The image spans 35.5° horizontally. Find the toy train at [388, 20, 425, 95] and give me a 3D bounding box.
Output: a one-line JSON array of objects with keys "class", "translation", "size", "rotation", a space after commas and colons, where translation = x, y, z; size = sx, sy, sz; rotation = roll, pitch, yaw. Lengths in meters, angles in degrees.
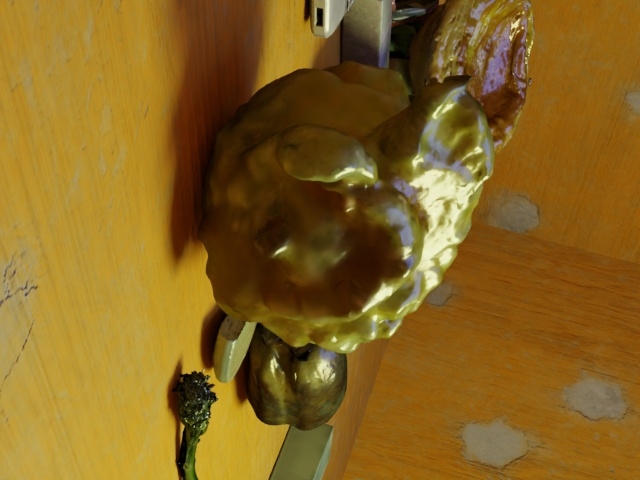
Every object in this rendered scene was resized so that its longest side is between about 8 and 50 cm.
[{"class": "toy train", "translation": [0.148, -0.263, 1.847], "size": [0.221, 0.150, 0.304], "rotation": [-1, 97, -65]}]

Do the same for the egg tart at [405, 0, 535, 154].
[{"class": "egg tart", "translation": [0.255, -0.305, 1.757], "size": [0.352, 0.150, 0.352], "rotation": [-19, 115, -49]}]

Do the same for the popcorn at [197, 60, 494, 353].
[{"class": "popcorn", "translation": [0.017, -0.045, 1.045], "size": [0.274, 0.279, 0.335], "rotation": [-6, 119, -36]}]

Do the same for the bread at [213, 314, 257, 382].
[{"class": "bread", "translation": [-0.111, 0.122, 1.296], "size": [0.193, 0.036, 0.112], "rotation": [-64, 171, -62]}]

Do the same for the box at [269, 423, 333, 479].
[{"class": "box", "translation": [-0.051, 0.490, 2.032], "size": [0.129, 0.086, 0.225], "rotation": [96, 13, -47]}]

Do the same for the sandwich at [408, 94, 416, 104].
[{"class": "sandwich", "translation": [0.052, -0.110, 1.542], "size": [0.250, 0.162, 0.301], "rotation": [-6, 135, -43]}]

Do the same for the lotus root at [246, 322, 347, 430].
[{"class": "lotus root", "translation": [-0.034, 0.185, 1.475], "size": [0.275, 0.152, 0.160], "rotation": [98, -9, -58]}]

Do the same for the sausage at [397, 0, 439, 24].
[{"class": "sausage", "translation": [0.190, -0.483, 1.932], "size": [0.300, 0.083, 0.089], "rotation": [90, 24, -46]}]

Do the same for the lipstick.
[{"class": "lipstick", "translation": [0.073, -0.295, 1.593], "size": [0.317, 0.066, 0.068], "rotation": [88, 21, -59]}]

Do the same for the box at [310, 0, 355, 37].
[{"class": "box", "translation": [0.042, -0.395, 1.343], "size": [0.285, 0.044, 0.142], "rotation": [-64, 163, -47]}]

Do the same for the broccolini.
[{"class": "broccolini", "translation": [-0.153, 0.243, 1.211], "size": [0.051, 0.054, 0.239], "rotation": [-85, -177, -45]}]

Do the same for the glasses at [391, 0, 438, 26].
[{"class": "glasses", "translation": [0.115, -0.488, 1.642], "size": [0.234, 0.118, 0.268], "rotation": [-49, 132, -65]}]
